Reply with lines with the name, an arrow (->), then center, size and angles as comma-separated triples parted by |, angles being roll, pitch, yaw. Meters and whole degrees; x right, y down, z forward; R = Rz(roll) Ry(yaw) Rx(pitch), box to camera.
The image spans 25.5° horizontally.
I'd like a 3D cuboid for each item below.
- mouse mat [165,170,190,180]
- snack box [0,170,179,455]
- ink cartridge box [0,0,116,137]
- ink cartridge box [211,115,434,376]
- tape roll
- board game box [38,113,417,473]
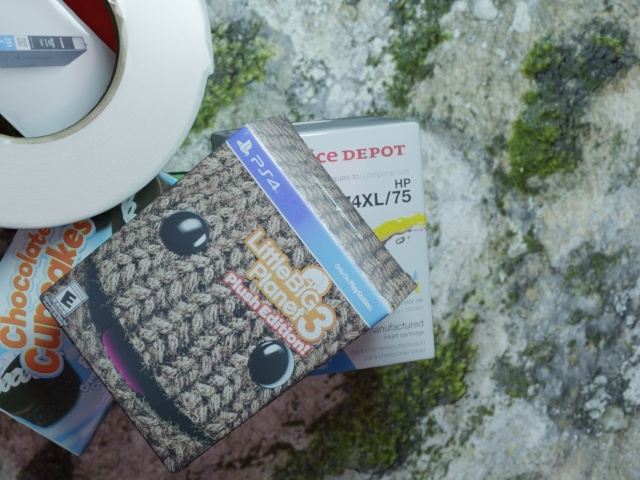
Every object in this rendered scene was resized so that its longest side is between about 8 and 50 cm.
mouse mat -> -0.197, -0.002, 1.624 | 0.190, 0.007, 0.152 | -3, 97, 7
snack box -> -0.267, 0.055, 1.584 | 0.187, 0.060, 0.322 | 30, 91, 1
ink cartridge box -> -0.322, -0.288, 1.556 | 0.261, 0.066, 0.296 | -47, 108, -6
ink cartridge box -> 0.000, 0.000, 1.622 | 0.198, 0.197, 0.270 | -7, 98, -16
tape roll -> -0.308, -0.204, 1.483 | 0.392, 0.072, 0.392 | -1, 94, -11
board game box -> -0.092, 0.053, 1.443 | 0.291, 0.141, 0.232 | -39, 88, 16
